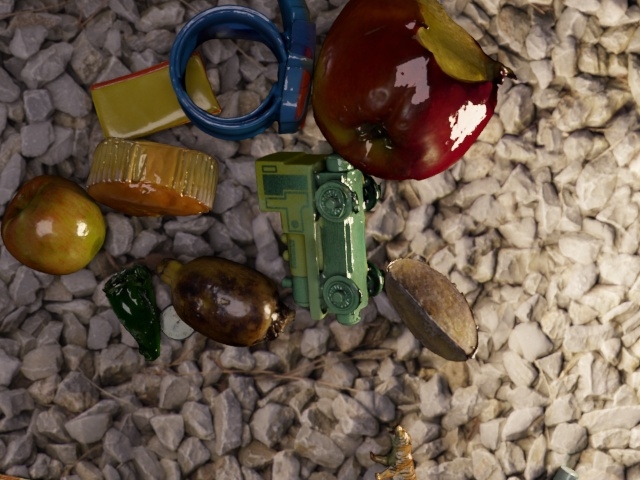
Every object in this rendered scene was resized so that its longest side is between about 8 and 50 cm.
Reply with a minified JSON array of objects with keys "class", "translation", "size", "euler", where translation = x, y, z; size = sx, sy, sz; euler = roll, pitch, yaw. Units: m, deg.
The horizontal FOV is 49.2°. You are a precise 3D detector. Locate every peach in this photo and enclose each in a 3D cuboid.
[{"class":"peach","translation":[0.158,-0.324,1.309],"size":[0.339,0.353,0.416],"euler":[38,63,-25]}]

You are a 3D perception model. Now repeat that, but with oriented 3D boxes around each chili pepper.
[{"class":"chili pepper","translation":[-0.389,0.156,1.490],"size":[0.108,0.062,0.216],"euler":[-9,98,16]}]

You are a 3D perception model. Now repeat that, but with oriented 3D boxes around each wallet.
[{"class":"wallet","translation":[-0.341,-0.291,1.446],"size":[0.241,0.067,0.141],"euler":[-20,92,-5]}]

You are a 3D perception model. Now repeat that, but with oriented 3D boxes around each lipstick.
[{"class":"lipstick","translation":[0.531,0.591,1.590],"size":[0.048,0.048,0.157],"euler":[26,94,-5]}]

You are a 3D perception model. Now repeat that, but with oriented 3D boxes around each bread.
[{"class":"bread","translation":[-0.333,-0.117,1.395],"size":[0.250,0.179,0.133],"euler":[10,76,-24]}]

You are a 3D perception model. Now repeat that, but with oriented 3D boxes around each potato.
[{"class":"potato","translation":[0.239,0.149,1.522],"size":[0.261,0.100,0.120],"euler":[49,53,7]}]

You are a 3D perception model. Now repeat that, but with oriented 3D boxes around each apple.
[{"class":"apple","translation":[-0.528,-0.027,1.398],"size":[0.196,0.196,0.195],"euler":[0,96,-3]}]

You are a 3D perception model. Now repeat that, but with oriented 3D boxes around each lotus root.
[{"class":"lotus root","translation":[-0.201,0.124,1.453],"size":[0.314,0.141,0.169],"euler":[23,90,-4]}]

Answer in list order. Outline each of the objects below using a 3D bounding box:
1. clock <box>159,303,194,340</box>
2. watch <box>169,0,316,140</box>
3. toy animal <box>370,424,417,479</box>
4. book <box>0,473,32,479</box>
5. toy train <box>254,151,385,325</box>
[{"class":"clock","translation":[-0.309,0.176,1.516],"size":[0.085,0.017,0.085],"euler":[0,96,-3]},{"class":"watch","translation":[-0.148,-0.355,1.353],"size":[0.275,0.241,0.305],"euler":[3,87,-5]},{"class":"toy animal","translation":[0.171,0.533,1.560],"size":[0.099,0.057,0.241],"euler":[-12,96,-2]},{"class":"book","translation":[-0.622,0.678,1.542],"size":[0.428,0.039,0.300],"euler":[12,95,-4]},{"class":"toy train","translation":[0.000,0.000,1.443],"size":[0.237,0.150,0.368],"euler":[4,109,25]}]
